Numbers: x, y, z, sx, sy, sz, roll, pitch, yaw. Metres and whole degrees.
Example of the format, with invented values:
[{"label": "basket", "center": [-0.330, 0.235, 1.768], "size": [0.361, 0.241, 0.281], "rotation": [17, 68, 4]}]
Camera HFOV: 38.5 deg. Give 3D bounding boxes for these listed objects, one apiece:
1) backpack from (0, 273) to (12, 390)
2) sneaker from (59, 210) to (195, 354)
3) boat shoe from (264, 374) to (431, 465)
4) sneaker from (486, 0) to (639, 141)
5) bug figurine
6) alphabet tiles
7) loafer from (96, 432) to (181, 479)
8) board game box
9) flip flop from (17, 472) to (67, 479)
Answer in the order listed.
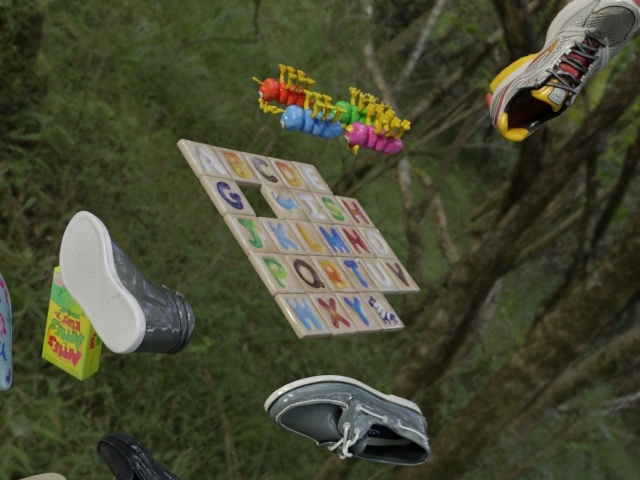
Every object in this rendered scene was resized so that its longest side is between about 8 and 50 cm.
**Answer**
[{"label": "backpack", "center": [-0.472, 0.080, 1.052], "size": [0.225, 0.191, 0.254], "rotation": [71, -2, -52]}, {"label": "sneaker", "center": [-0.298, 0.075, 1.416], "size": [0.146, 0.105, 0.296], "rotation": [24, 21, -49]}, {"label": "boat shoe", "center": [0.056, 0.301, 1.484], "size": [0.319, 0.116, 0.099], "rotation": [19, 32, -35]}, {"label": "sneaker", "center": [0.288, -0.197, 1.070], "size": [0.088, 0.225, 0.093], "rotation": [29, 39, -18]}, {"label": "bug figurine", "center": [0.013, -0.186, 1.351], "size": [0.216, 0.072, 0.279], "rotation": [12, 17, -17]}, {"label": "alphabet tiles", "center": [0.000, 0.000, 0.802], "size": [0.237, 0.009, 0.198], "rotation": [4, 47, -57]}, {"label": "loafer", "center": [-0.293, 0.381, 1.461], "size": [0.223, 0.076, 0.078], "rotation": [29, 35, 35]}, {"label": "board game box", "center": [-0.412, 0.136, 1.546], "size": [0.092, 0.181, 0.043], "rotation": [25, 27, 19]}, {"label": "flip flop", "center": [-0.421, 0.311, 1.027], "size": [0.276, 0.080, 0.112], "rotation": [-3, 35, -18]}]
